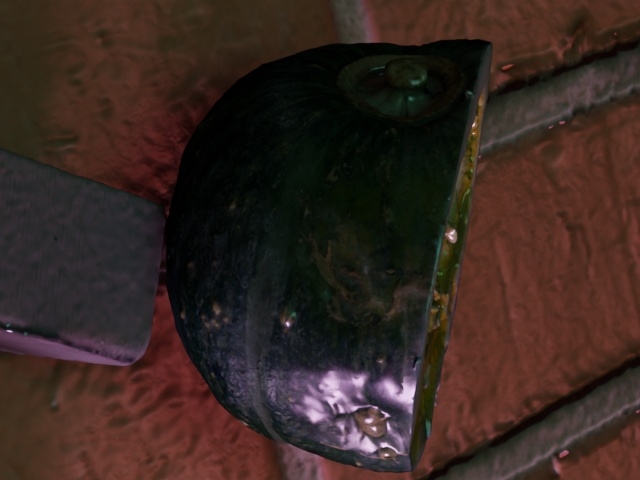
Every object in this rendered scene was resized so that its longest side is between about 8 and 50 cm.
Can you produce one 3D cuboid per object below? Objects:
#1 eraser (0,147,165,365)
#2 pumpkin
[{"bbox_3d":[-0.254,-0.010,1.201,0.352,0.077,0.111,20,70,-41],"label":"eraser"},{"bbox_3d":[0.000,0.000,1.356,0.293,0.197,0.263,-69,164,-51],"label":"pumpkin"}]
